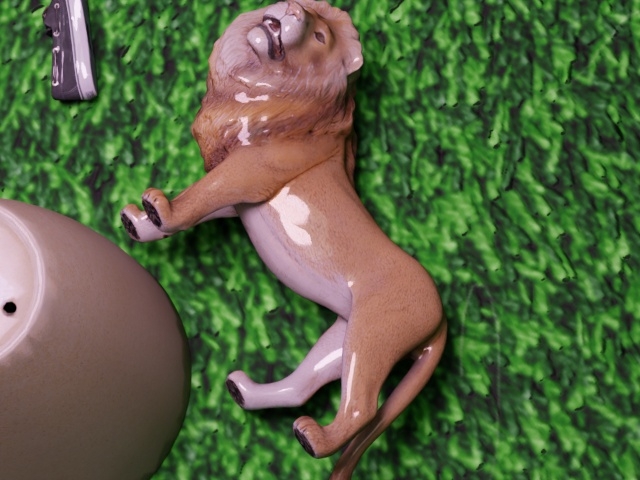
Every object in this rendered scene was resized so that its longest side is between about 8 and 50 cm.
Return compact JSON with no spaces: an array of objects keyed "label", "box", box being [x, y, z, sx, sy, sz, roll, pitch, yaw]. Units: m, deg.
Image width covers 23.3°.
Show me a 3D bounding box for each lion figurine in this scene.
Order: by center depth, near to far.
[{"label":"lion figurine","box":[0.000,0.000,1.263,0.240,0.142,0.392,-29,87,-23]}]

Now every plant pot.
[{"label":"plant pot","box":[-0.239,0.074,1.160,0.256,0.274,0.256,-1,72,2]}]

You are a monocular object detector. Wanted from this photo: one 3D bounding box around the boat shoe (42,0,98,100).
[{"label":"boat shoe","box":[-0.225,-0.190,1.366,0.040,0.049,0.142,-10,74,0]}]
